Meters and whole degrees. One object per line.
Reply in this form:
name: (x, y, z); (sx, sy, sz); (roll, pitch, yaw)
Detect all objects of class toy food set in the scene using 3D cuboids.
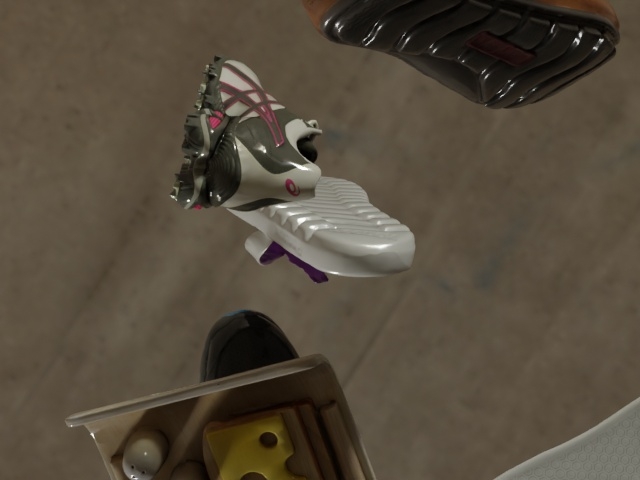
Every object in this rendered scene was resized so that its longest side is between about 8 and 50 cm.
toy food set: (-0.058, 0.251, 1.562); (0.219, 0.306, 0.092); (-15, 18, 13)

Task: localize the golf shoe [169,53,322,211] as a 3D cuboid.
golf shoe: (-0.060, -0.084, 1.649); (0.273, 0.120, 0.105); (-87, 7, -68)

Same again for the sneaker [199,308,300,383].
sneaker: (-0.036, 0.237, 2.010); (0.125, 0.341, 0.139); (-14, -2, -17)

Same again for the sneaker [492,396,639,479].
sneaker: (0.247, 0.189, 1.480); (0.296, 0.104, 0.147); (-22, -17, -6)

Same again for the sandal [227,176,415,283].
sandal: (-0.015, -0.001, 2.095); (0.416, 0.169, 0.102); (-137, 50, -73)

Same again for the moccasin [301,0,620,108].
moccasin: (0.101, -0.190, 1.398); (0.139, 0.147, 0.380); (-35, -26, 33)
